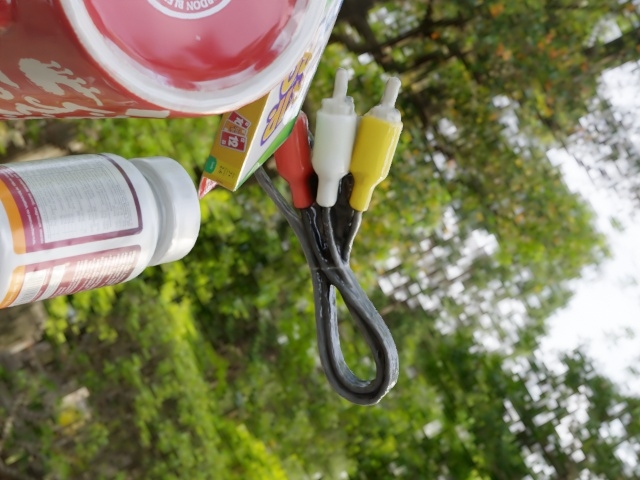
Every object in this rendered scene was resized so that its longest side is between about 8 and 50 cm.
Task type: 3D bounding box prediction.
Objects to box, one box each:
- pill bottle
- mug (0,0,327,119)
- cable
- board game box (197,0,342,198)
[{"bbox_3d":[-0.221,-0.014,1.111,0.121,0.221,0.121,11,-75,43],"label":"pill bottle"},{"bbox_3d":[-0.094,-0.074,0.384,0.169,0.150,0.113,11,-37,48],"label":"mug"},{"bbox_3d":[0.000,0.000,1.057,0.072,0.139,0.287,-29,120,-74],"label":"cable"},{"bbox_3d":[-0.021,-0.150,0.921,0.039,0.124,0.259,29,-58,6],"label":"board game box"}]
